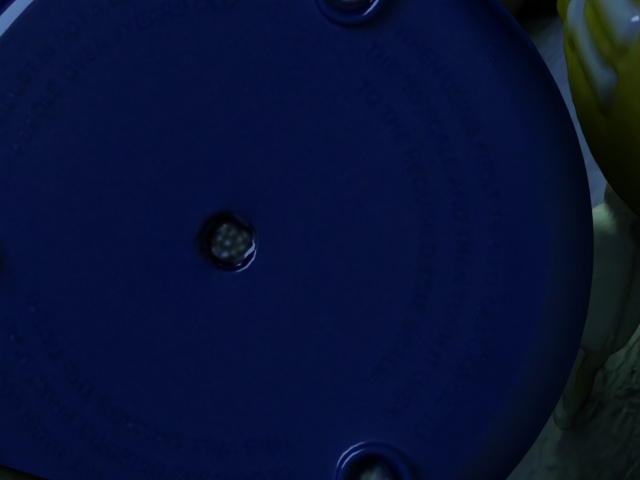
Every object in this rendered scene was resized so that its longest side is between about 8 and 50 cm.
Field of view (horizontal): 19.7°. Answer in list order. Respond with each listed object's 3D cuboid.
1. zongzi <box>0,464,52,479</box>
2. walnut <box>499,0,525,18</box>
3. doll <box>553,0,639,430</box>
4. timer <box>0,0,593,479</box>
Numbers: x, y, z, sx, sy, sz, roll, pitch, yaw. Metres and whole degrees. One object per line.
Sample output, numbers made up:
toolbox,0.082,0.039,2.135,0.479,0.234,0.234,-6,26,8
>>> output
zongzi,-0.027,0.224,0.492,0.208,0.403,0.432,-63,30,10
walnut,0.016,-0.280,1.214,0.383,0.383,0.383,-49,21,26
doll,0.178,-0.063,0.728,0.423,0.161,0.348,-144,69,-79
timer,0.000,0.000,0.870,0.270,0.270,0.383,-56,-9,6
